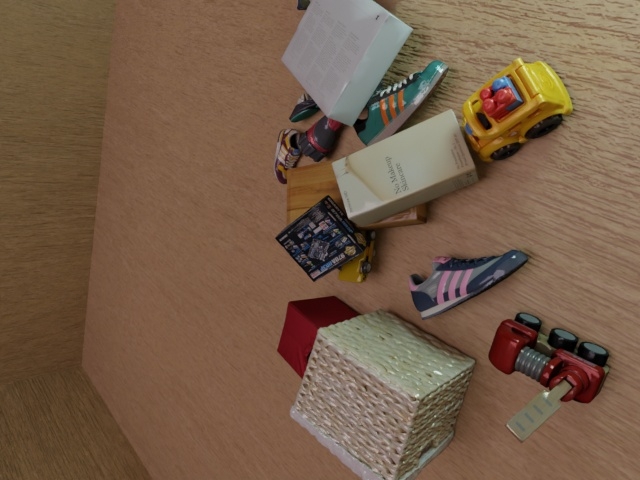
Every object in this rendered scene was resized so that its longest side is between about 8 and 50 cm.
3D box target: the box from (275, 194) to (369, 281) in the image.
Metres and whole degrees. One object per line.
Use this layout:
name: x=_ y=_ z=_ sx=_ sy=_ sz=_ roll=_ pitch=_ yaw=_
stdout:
box: x=0.000 y=0.000 z=1.313 sx=0.175 sy=0.051 sz=0.220 roll=48 pitch=132 yaw=-7

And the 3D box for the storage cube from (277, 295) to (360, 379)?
storage cube: x=0.007 y=0.296 z=1.428 sx=0.193 sy=0.215 sz=0.184 roll=35 pitch=118 yaw=46

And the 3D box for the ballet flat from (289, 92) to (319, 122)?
ballet flat: x=-0.021 y=-0.433 z=1.478 sx=0.203 sy=0.074 sz=0.074 roll=-15 pitch=84 yaw=38

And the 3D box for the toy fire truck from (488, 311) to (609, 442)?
toy fire truck: x=0.437 y=0.278 z=0.979 sx=0.217 sy=0.246 sz=0.159 roll=27 pitch=112 yaw=39

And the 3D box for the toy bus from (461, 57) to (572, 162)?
toy bus: x=0.378 y=-0.272 z=1.005 sx=0.220 sy=0.211 sz=0.149 roll=-36 pitch=71 yaw=42

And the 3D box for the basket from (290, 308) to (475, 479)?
basket: x=0.163 y=0.379 z=1.199 sx=0.331 sy=0.328 sz=0.267 roll=28 pitch=112 yaw=36

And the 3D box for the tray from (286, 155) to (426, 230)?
tray: x=0.085 y=-0.129 z=1.325 sx=0.410 sy=0.076 sz=0.203 roll=-6 pitch=79 yaw=33

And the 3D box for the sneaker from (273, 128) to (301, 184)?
sneaker: x=-0.106 y=-0.278 z=1.577 sx=0.084 sy=0.069 sz=0.186 roll=15 pitch=106 yaw=48

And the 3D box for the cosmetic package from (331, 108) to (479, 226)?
cosmetic package: x=0.201 y=-0.165 z=1.141 sx=0.309 sy=0.113 sz=0.160 roll=-22 pitch=73 yaw=18

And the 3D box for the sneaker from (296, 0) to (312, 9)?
sneaker: x=-0.061 y=-0.813 z=1.477 sx=0.086 sy=0.064 sz=0.192 roll=-12 pitch=89 yaw=40

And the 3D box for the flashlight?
flashlight: x=0.059 y=-0.358 z=1.389 sx=0.103 sy=0.103 sz=0.304 roll=49 pitch=129 yaw=-3

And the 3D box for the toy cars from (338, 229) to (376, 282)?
toy cars: x=0.070 y=-0.053 z=1.421 sx=0.176 sy=0.087 sz=0.394 roll=-39 pitch=63 yaw=23

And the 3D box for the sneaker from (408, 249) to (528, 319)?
sneaker: x=0.338 y=0.081 z=1.151 sx=0.319 sy=0.112 sz=0.131 roll=-38 pitch=71 yaw=39

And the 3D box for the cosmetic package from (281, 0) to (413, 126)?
cosmetic package: x=0.051 y=-0.534 z=1.303 sx=0.284 sy=0.097 sz=0.377 roll=-57 pitch=42 yaw=28

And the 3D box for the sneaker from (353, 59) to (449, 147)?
sneaker: x=0.192 y=-0.362 z=1.228 sx=0.121 sy=0.108 sz=0.302 roll=46 pitch=129 yaw=0
